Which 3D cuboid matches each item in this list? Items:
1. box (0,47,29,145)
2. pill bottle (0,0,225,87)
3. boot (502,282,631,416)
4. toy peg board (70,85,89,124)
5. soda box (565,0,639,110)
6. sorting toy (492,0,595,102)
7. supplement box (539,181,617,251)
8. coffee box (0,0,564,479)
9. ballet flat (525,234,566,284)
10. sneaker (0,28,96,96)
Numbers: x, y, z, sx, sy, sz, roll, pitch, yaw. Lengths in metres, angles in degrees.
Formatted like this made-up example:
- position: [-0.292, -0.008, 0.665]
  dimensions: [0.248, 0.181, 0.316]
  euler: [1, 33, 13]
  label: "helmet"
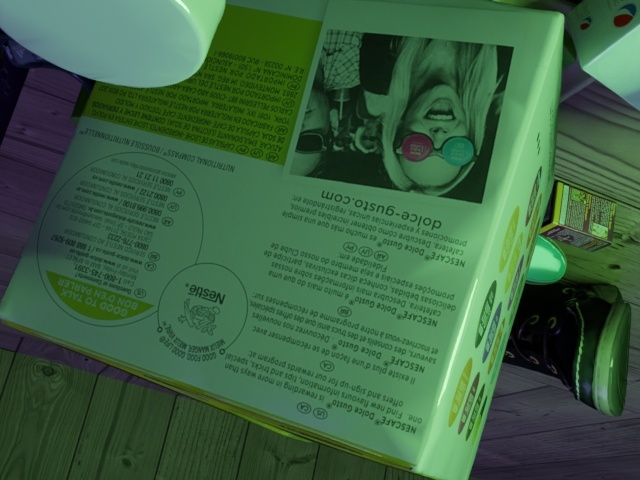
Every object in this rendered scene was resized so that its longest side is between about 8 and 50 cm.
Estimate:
- position: [-0.407, -0.132, 0.886]
  dimensions: [0.103, 0.261, 0.184]
  euler: [4, 158, 20]
  label: "box"
- position: [-0.079, -0.223, 0.468]
  dimensions: [0.152, 0.272, 0.152]
  euler: [11, 159, 4]
  label: "pill bottle"
- position: [0.252, 0.119, 1.174]
  dimensions: [0.284, 0.138, 0.377]
  euler: [5, -169, 15]
  label: "boot"
- position: [-0.189, -0.137, 1.006]
  dimensions: [0.161, 0.079, 0.161]
  euler: [5, 157, 19]
  label: "toy peg board"
- position: [0.302, -0.135, 0.736]
  dimensions: [0.216, 0.069, 0.074]
  euler: [26, 134, -30]
  label: "soda box"
- position: [0.139, -0.168, 0.807]
  dimensions: [0.208, 0.038, 0.193]
  euler: [20, 158, -18]
  label: "sorting toy"
- position: [0.299, -0.027, 1.051]
  dimensions: [0.083, 0.055, 0.043]
  euler: [18, 159, -14]
  label: "supplement box"
- position: [0.000, 0.000, 0.786]
  dimensions: [0.338, 0.334, 0.337]
  euler: [15, 168, 18]
  label: "coffee box"
- position: [0.218, 0.000, 1.171]
  dimensions: [0.213, 0.072, 0.068]
  euler: [18, -175, -12]
  label: "ballet flat"
- position: [-0.250, -0.220, 0.772]
  dimensions: [0.111, 0.121, 0.300]
  euler: [-7, 151, 40]
  label: "sneaker"
